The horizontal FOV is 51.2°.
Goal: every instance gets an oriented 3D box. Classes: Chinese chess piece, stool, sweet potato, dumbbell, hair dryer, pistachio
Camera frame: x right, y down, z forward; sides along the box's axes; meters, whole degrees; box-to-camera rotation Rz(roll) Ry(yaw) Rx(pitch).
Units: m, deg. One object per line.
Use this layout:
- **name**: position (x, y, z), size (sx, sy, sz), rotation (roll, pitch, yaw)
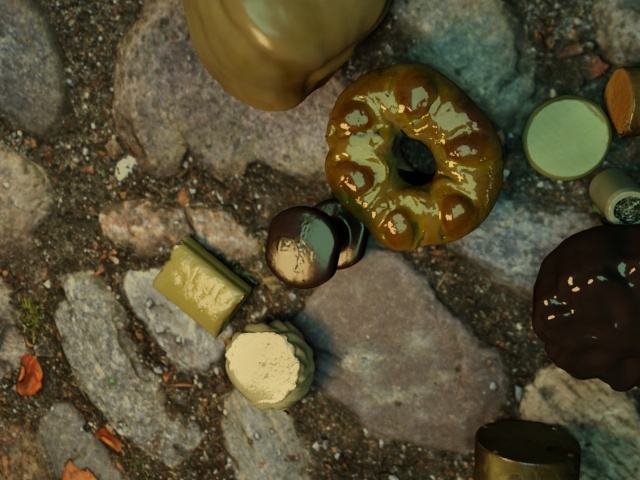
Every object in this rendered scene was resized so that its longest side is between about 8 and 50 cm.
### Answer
- **Chinese chess piece**: position (0.415, -0.173, 1.128), size (0.144, 0.058, 0.143), rotation (2, 100, 13)
- **stool**: position (0.359, 0.473, 1.177), size (0.179, 0.179, 0.263), rotation (2, 99, 15)
- **sweet potato**: position (0.622, -0.231, 1.023), size (0.337, 0.131, 0.131), rotation (-6, 97, 17)
- **dumbbell**: position (0.000, 0.000, 1.180), size (0.124, 0.225, 0.140), rotation (13, 100, 16)
- **hair dryer**: position (0.503, 0.009, 1.107), size (0.073, 0.131, 0.236), rotation (-9, 109, 14)
- **pistachio**: position (-0.059, -0.438, 1.101), size (0.366, 0.281, 0.444), rotation (8, 103, 14)

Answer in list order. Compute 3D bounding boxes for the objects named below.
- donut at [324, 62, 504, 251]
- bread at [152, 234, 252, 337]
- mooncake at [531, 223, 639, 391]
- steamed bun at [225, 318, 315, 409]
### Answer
- **donut**: position (0.162, -0.142, 1.154), size (0.300, 0.150, 0.316), rotation (-1, 97, 16)
- **bread**: position (-0.241, 0.095, 1.349), size (0.178, 0.060, 0.139), rotation (36, 106, 7)
- **mooncake**: position (0.479, 0.112, 1.054), size (0.283, 0.141, 0.282), rotation (9, 131, 10)
- **steamed bun**: position (-0.092, 0.236, 1.307), size (0.183, 0.106, 0.182), rotation (1, 96, 13)
